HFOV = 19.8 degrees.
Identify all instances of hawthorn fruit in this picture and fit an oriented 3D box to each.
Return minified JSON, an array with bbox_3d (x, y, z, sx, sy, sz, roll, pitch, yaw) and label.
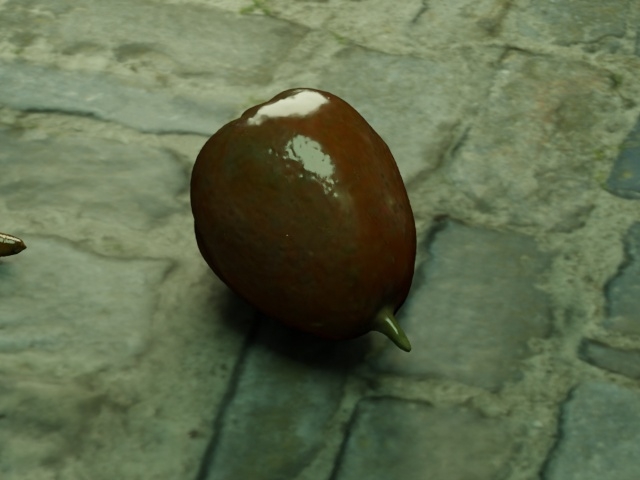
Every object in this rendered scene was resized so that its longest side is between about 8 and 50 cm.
[{"bbox_3d":[0.000,0.000,1.543,0.199,0.199,0.251,-19,64,-34],"label":"hawthorn fruit"}]

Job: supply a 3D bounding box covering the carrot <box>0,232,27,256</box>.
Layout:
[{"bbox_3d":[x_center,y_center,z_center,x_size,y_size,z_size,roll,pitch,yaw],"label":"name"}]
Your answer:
[{"bbox_3d":[-0.333,-0.009,1.569,0.165,0.036,0.036,10,38,-8],"label":"carrot"}]
